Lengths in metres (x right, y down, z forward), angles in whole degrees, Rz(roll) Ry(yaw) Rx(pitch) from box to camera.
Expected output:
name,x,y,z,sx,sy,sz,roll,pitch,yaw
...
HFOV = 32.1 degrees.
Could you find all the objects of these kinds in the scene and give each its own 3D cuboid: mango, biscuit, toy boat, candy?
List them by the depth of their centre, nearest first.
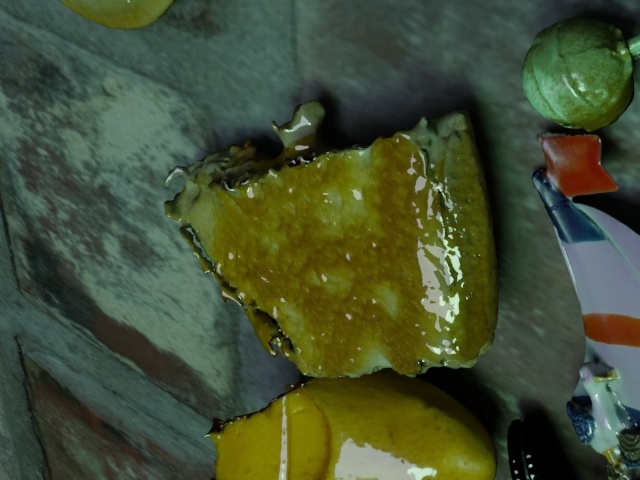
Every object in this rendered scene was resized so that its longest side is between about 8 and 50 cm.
name,x,y,z,sx,sy,sz,roll,pitch,yaw
candy,0.182,-0.105,0.525,0.202,0.061,0.061,-22,103,42
toy boat,0.205,0.098,0.612,0.219,0.072,0.318,24,127,57
biscuit,0.153,0.163,0.757,0.027,0.087,0.089,-22,65,22
mango,0.024,0.160,0.829,0.252,0.126,0.153,-12,100,42

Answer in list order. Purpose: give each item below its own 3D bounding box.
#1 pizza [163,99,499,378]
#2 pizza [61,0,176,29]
name,x,y,z,sx,sy,sz,roll,pitch,yaw
pizza,0.000,0.000,0.754,0.297,0.071,0.189,-3,107,45
pizza,-0.162,-0.266,0.738,0.181,0.034,0.262,-2,118,47
